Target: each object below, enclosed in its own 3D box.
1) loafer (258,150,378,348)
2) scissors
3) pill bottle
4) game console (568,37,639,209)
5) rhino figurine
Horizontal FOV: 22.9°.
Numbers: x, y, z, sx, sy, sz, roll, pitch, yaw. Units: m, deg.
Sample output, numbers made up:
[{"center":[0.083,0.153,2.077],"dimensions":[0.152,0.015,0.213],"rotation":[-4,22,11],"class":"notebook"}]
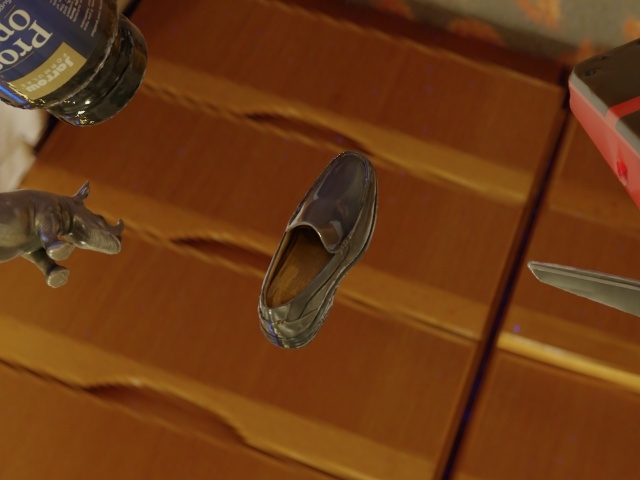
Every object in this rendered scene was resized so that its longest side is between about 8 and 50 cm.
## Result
[{"center":[0.000,0.000,1.228],"dimensions":[0.062,0.170,0.061],"rotation":[15,160,17],"class":"loafer"},{"center":[0.233,0.039,0.908],"dimensions":[0.109,0.021,0.297],"rotation":[-42,133,16],"class":"scissors"},{"center":[-0.223,-0.169,1.131],"dimensions":[0.123,0.122,0.219],"rotation":[-4,156,30],"class":"pill bottle"},{"center":[0.361,-0.120,0.975],"dimensions":[0.387,0.342,0.060],"rotation":[-21,107,5],"class":"game console"},{"center":[-0.283,-0.010,1.545],"dimensions":[0.106,0.243,0.073],"rotation":[49,124,25],"class":"rhino figurine"}]
